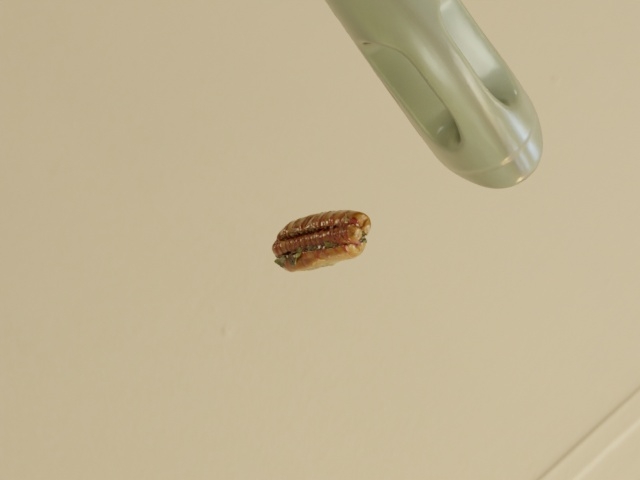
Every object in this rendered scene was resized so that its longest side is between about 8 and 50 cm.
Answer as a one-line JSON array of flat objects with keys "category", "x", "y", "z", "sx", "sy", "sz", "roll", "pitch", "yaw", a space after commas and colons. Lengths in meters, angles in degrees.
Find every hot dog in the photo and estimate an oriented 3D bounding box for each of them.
[{"category": "hot dog", "x": -0.001, "y": -0.001, "z": 1.360, "sx": 0.038, "sy": 0.144, "sz": 0.062, "roll": 24, "pitch": -111, "yaw": -31}]

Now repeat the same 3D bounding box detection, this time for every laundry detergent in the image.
[{"category": "laundry detergent", "x": 0.082, "y": -0.245, "z": 1.433, "sx": 0.124, "sy": 0.398, "sz": 0.264, "roll": -35, "pitch": -147, "yaw": 8}]
